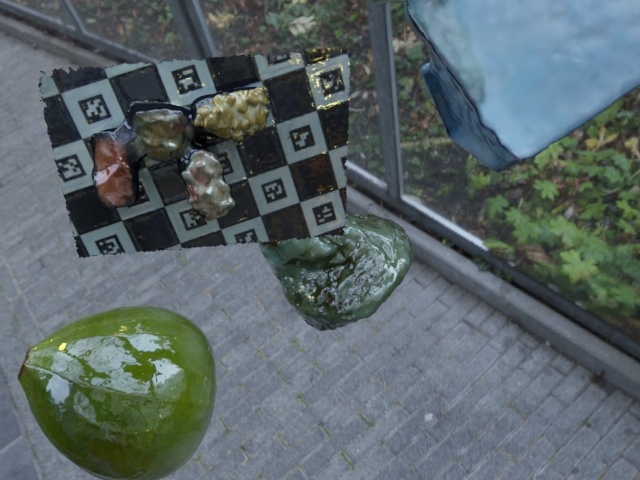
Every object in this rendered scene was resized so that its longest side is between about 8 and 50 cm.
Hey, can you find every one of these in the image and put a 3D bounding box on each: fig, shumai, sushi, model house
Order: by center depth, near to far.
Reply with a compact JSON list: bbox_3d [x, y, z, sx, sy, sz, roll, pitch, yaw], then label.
[{"bbox_3d":[-0.103,-0.073,0.498,0.279,0.193,0.043,-5,24,-11],"label":"sushi"},{"bbox_3d":[0.331,-0.308,0.815,0.360,0.339,0.297,-37,85,8],"label":"model house"},{"bbox_3d":[-0.335,0.244,0.906,0.315,0.316,0.316,-7,53,9],"label":"fig"},{"bbox_3d":[0.000,0.000,1.255,0.324,0.323,0.397,-43,21,5],"label":"shumai"}]

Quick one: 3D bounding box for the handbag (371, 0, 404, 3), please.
[{"bbox_3d":[0.218,-0.811,1.577,0.079,0.219,0.256,6,25,33],"label":"handbag"}]
